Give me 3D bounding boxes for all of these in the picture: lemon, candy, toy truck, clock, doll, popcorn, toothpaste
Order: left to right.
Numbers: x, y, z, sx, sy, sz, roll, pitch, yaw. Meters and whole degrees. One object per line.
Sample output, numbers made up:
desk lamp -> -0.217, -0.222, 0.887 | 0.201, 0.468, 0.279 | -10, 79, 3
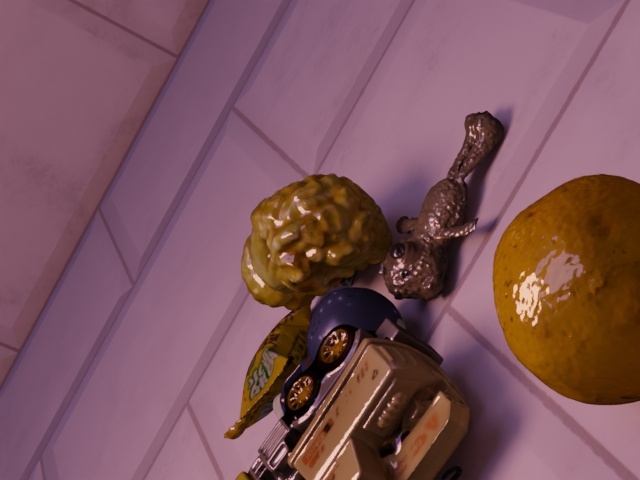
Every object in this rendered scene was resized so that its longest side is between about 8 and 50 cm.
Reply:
candy -> -0.067, 0.197, 1.990 | 0.187, 0.081, 0.297 | -57, 1, 28
popcorn -> 0.000, 0.000, 1.937 | 0.286, 0.225, 0.174 | 122, 132, -63
toy truck -> 0.025, 0.306, 1.575 | 0.405, 0.180, 0.254 | -54, 27, 2
clock -> 0.033, 0.184, 1.781 | 0.243, 0.146, 0.200 | -63, 18, 20
toothpaste -> 0.054, 0.035, 2.033 | 0.020, 0.017, 0.083 | -8, 59, 59
doll -> 0.183, -0.046, 1.788 | 0.286, 0.091, 0.203 | -47, 39, 12
lemon -> 0.293, 0.046, 1.282 | 0.228, 0.228, 0.253 | -50, 20, 28

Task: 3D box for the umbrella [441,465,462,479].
umbrella -> 0.116, 0.379, 1.558 | 0.044, 0.044, 0.269 | 53, 127, 36
